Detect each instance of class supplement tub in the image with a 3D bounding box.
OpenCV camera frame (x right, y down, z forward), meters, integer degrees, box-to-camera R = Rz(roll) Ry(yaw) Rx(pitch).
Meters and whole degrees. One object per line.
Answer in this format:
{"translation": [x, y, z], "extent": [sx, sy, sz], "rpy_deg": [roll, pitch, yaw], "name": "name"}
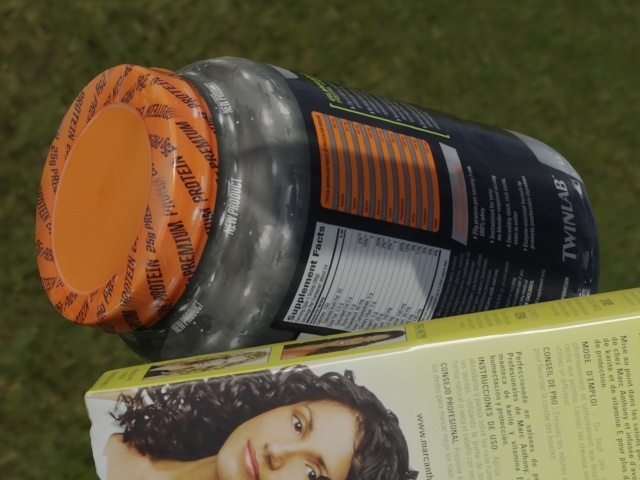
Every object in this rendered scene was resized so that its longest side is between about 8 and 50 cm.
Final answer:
{"translation": [0.000, 0.000, 1.264], "extent": [0.338, 0.207, 0.207], "rpy_deg": [13, 51, -35], "name": "supplement tub"}

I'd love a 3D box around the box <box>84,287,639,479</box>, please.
{"translation": [0.039, 0.073, 0.688], "extent": [0.058, 0.232, 0.087], "rpy_deg": [-79, 159, -85], "name": "box"}
